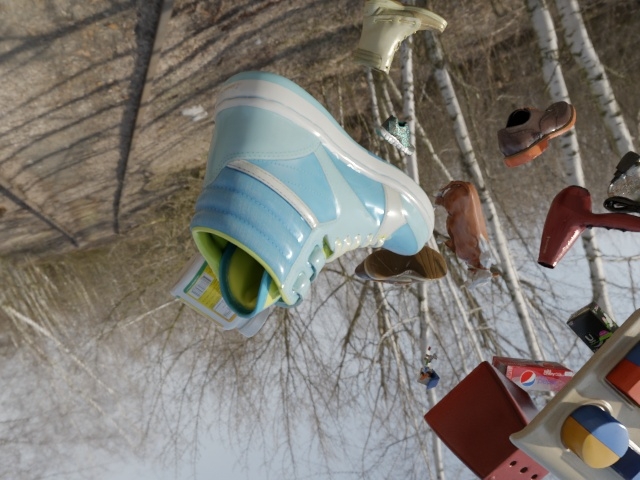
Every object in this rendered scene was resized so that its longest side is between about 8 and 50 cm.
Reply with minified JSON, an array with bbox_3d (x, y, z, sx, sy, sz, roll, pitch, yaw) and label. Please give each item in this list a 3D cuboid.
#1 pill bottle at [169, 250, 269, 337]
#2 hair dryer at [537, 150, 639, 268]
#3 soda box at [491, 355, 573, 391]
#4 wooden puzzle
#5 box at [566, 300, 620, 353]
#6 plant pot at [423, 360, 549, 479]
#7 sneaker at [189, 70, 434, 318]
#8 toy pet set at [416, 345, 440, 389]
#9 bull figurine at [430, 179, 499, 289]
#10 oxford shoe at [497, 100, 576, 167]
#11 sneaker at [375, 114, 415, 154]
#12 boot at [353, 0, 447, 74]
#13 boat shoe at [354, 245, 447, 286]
[{"bbox_3d":[-0.221,0.127,0.965,0.117,0.208,0.117,-44,-160,20],"label":"pill bottle"},{"bbox_3d":[0.564,-0.049,0.871,0.293,0.080,0.223,-46,-158,28],"label":"hair dryer"},{"bbox_3d":[0.749,0.476,1.524,0.263,0.083,0.092,8,-174,-9],"label":"soda box"},{"bbox_3d":[0.563,0.327,0.751,0.348,0.322,0.080,-48,-163,9],"label":"wooden puzzle"},{"bbox_3d":[0.586,0.185,0.914,0.052,0.083,0.062,-22,158,-45],"label":"box"},{"bbox_3d":[0.516,0.567,1.240,0.267,0.267,0.236,-47,-154,10],"label":"plant pot"},{"bbox_3d":[0.000,0.000,0.457,0.319,0.208,0.127,29,157,-36],"label":"sneaker"},{"bbox_3d":[0.357,0.426,1.375,0.065,0.114,0.122,19,-150,12],"label":"toy pet set"},{"bbox_3d":[0.393,-0.022,1.182,0.101,0.310,0.188,-18,-163,-16],"label":"bull figurine"},{"bbox_3d":[0.495,-0.271,0.974,0.271,0.098,0.097,-39,-168,-31],"label":"oxford shoe"},{"bbox_3d":[0.239,-0.312,1.263,0.166,0.065,0.076,20,114,-45],"label":"sneaker"},{"bbox_3d":[0.245,-0.622,1.334,0.262,0.203,0.095,11,-164,-8],"label":"boot"},{"bbox_3d":[0.266,0.092,1.408,0.342,0.123,0.123,-2,161,-31],"label":"boat shoe"}]
